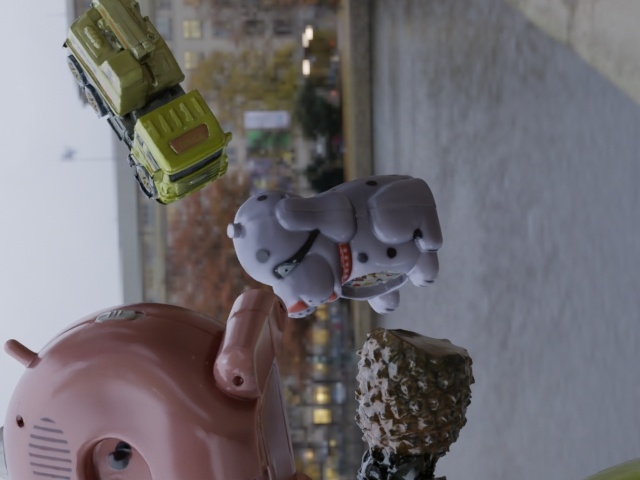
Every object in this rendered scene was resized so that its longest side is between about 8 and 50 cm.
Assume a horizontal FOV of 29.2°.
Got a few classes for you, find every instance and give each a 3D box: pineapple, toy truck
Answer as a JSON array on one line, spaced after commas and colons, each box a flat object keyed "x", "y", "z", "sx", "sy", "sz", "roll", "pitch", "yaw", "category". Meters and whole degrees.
[{"x": 0.071, "y": 0.210, "z": 1.139, "sx": 0.125, "sy": 0.125, "sz": 0.251, "roll": 4, "pitch": -85, "yaw": -89, "category": "pineapple"}, {"x": -0.226, "y": -0.195, "z": 1.590, "sx": 0.272, "sy": 0.124, "sz": 0.157, "roll": 57, "pitch": 163, "yaw": 11, "category": "toy truck"}]

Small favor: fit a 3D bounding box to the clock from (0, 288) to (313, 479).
[{"x": -0.139, "y": 0.164, "z": 0.949, "sx": 0.142, "sy": 0.241, "sz": 0.227, "roll": -69, "pitch": -27, "yaw": -65, "category": "clock"}]

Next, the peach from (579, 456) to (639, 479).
[{"x": 0.169, "y": 0.227, "z": 0.419, "sx": 0.316, "sy": 0.314, "sz": 0.281, "roll": 50, "pitch": -179, "yaw": -30, "category": "peach"}]

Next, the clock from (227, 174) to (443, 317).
[{"x": 0.003, "y": 0.002, "z": 1.526, "sx": 0.189, "sy": 0.254, "sz": 0.189, "roll": 5, "pitch": 96, "yaw": 54, "category": "clock"}]
